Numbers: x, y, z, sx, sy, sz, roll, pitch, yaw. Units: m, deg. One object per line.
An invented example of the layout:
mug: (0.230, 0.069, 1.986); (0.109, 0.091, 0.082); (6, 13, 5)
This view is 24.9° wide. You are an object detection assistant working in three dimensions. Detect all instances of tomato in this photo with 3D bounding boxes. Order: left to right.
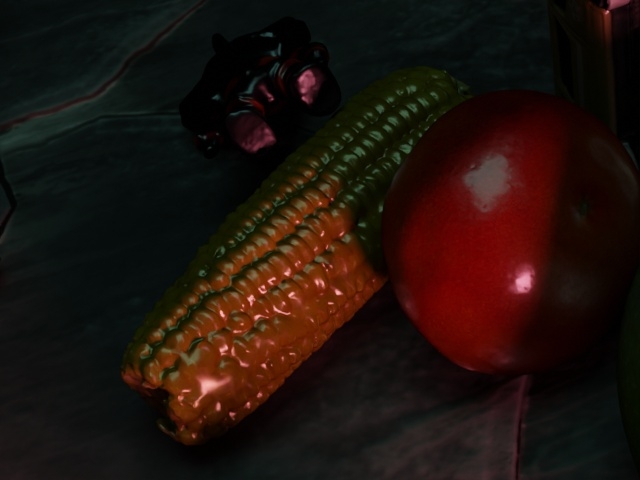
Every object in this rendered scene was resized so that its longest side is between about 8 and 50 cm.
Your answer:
tomato: (0.134, -0.007, 0.966); (0.195, 0.195, 0.136); (-49, 15, -33)

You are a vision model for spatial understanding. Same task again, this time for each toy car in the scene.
toy car: (0.220, -0.145, 1.037); (0.101, 0.257, 0.124); (-23, 42, -10)

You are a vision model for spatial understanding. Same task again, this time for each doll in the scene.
doll: (-0.053, -0.121, 1.155); (0.127, 0.088, 0.248); (-13, 18, -13)

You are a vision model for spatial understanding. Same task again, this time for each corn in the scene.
corn: (0.000, 0.000, 1.033); (0.120, 0.120, 0.363); (23, 56, 30)

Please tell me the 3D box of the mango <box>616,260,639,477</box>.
mango: (0.278, 0.105, 0.817); (0.225, 0.201, 0.382); (16, 57, -4)
